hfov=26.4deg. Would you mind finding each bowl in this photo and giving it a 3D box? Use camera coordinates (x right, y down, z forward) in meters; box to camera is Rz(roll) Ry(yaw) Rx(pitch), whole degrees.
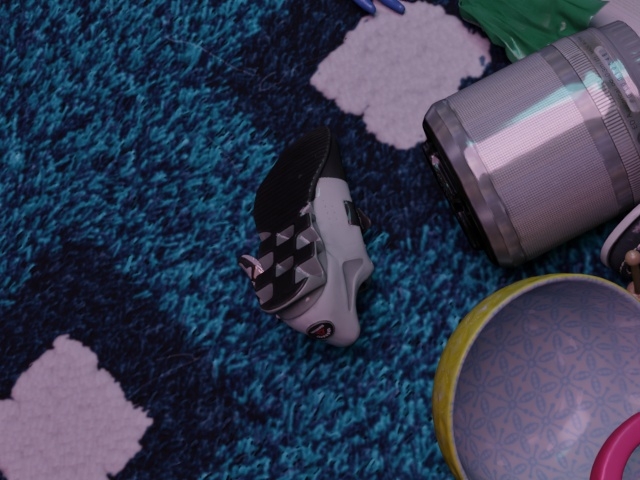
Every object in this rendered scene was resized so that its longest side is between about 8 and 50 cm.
[{"bbox_3d":[0.235,0.172,1.537,0.289,0.289,0.156,-55,22,-10],"label":"bowl"}]

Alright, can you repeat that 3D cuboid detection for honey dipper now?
[{"bbox_3d":[0.364,0.045,1.565,0.030,0.161,0.030,-5,69,13],"label":"honey dipper"}]

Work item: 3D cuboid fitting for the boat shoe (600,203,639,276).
[{"bbox_3d":[0.471,-0.037,1.594,0.302,0.114,0.091,-34,60,0],"label":"boat shoe"}]

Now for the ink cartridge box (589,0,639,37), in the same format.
[{"bbox_3d":[0.428,-0.264,1.732,0.171,0.056,0.235,38,107,26],"label":"ink cartridge box"}]

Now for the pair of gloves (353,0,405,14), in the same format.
[{"bbox_3d":[0.091,-0.413,1.881,0.159,0.023,0.198,33,84,7],"label":"pair of gloves"}]

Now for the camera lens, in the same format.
[{"bbox_3d":[0.273,-0.111,1.620,0.274,0.219,0.219,-27,64,4],"label":"camera lens"}]

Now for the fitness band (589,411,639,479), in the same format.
[{"bbox_3d":[0.421,0.308,1.460,0.209,0.054,0.291,-40,85,-12],"label":"fitness band"}]

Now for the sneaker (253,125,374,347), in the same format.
[{"bbox_3d":[0.000,0.000,1.725,0.122,0.146,0.331,-29,37,31],"label":"sneaker"}]

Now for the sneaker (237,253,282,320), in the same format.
[{"bbox_3d":[-0.072,0.060,1.750,0.109,0.040,0.044,41,86,26],"label":"sneaker"}]

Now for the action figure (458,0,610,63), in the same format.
[{"bbox_3d":[0.256,-0.294,1.781,0.232,0.063,0.137,38,96,35],"label":"action figure"}]
